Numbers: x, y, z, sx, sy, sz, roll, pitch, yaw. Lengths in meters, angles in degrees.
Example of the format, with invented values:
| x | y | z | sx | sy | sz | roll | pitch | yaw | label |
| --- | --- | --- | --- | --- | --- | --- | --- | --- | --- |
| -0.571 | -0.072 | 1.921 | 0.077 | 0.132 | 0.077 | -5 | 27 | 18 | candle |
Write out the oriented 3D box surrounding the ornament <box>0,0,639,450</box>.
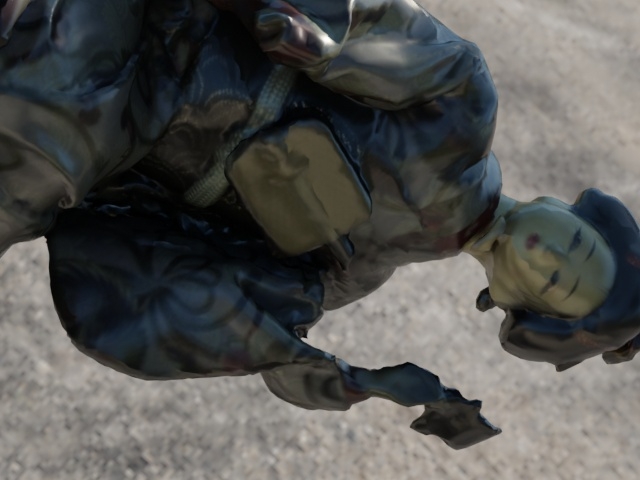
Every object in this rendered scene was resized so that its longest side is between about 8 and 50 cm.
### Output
| x | y | z | sx | sy | sz | roll | pitch | yaw | label |
| --- | --- | --- | --- | --- | --- | --- | --- | --- | --- |
| 0.000 | 0.000 | 0.357 | 0.196 | 0.166 | 0.153 | 18 | 28 | -11 | ornament |
